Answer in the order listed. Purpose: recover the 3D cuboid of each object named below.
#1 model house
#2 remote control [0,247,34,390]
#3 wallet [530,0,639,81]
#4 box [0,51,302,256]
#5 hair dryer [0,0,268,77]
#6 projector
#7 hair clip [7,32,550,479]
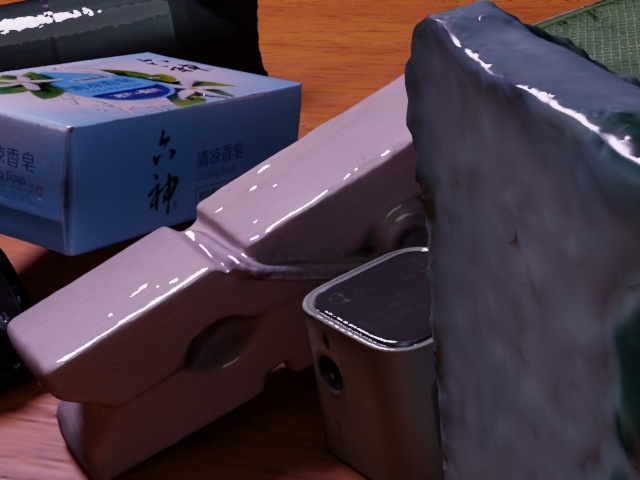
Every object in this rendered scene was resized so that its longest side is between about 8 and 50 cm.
[{"bbox_3d":[0.233,0.051,0.466,0.329,0.251,0.295,-10,26,-18],"label":"model house"},{"bbox_3d":[-0.291,-0.001,0.891,0.145,0.062,0.399,-18,29,-20],"label":"remote control"},{"bbox_3d":[0.258,-0.134,1.006,0.160,0.055,0.236,-17,25,-22],"label":"wallet"},{"bbox_3d":[-0.134,-0.064,0.885,0.143,0.083,0.232,15,21,32],"label":"box"},{"bbox_3d":[-0.186,-0.173,1.172,0.244,0.116,0.302,-12,20,-12],"label":"hair dryer"},{"bbox_3d":[0.046,0.061,0.653,0.083,0.082,0.083,-25,30,-30],"label":"projector"},{"bbox_3d":[0.002,0.002,0.715,0.331,0.101,0.085,-32,39,-20],"label":"hair clip"}]
